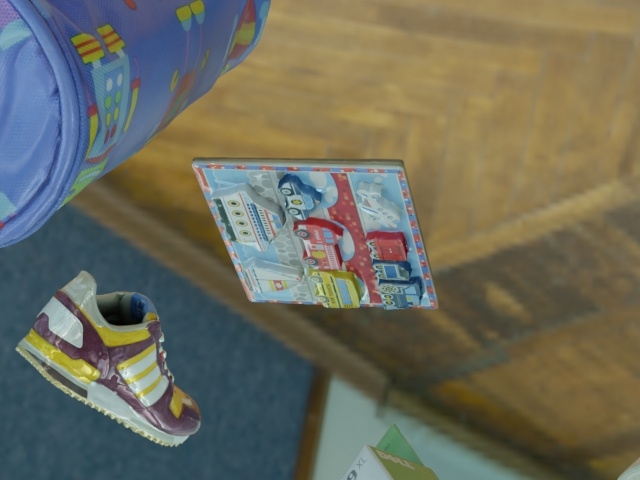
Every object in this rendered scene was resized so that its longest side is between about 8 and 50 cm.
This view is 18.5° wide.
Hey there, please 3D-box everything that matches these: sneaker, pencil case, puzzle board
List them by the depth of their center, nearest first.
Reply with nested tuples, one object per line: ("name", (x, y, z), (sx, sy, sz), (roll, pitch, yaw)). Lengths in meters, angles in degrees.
("pencil case", (-0.118, -0.098, 0.898), (0.133, 0.306, 0.119), (42, 113, -2))
("puzzle board", (0.000, 0.000, 0.920), (0.096, 0.011, 0.128), (1, 149, 12))
("sneaker", (-0.132, 0.086, 1.415), (0.069, 0.084, 0.185), (38, -178, 38))

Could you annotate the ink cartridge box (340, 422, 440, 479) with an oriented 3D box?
("ink cartridge box", (0.039, 0.203, 1.227), (0.062, 0.209, 0.109), (25, 106, -35))

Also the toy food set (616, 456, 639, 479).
("toy food set", (0.243, 0.164, 0.914), (0.092, 0.220, 0.306), (18, 131, 39))
